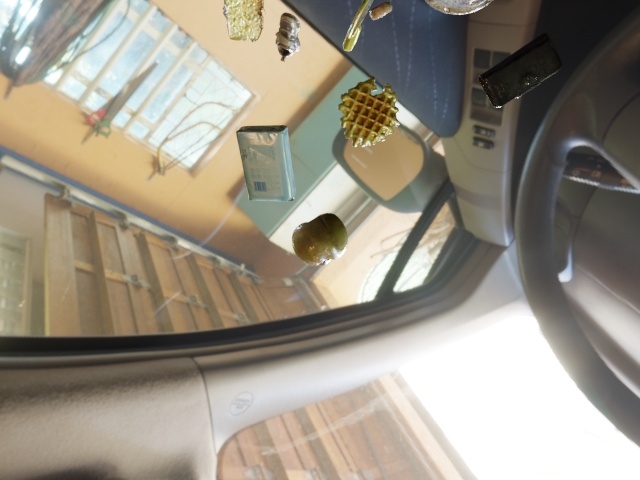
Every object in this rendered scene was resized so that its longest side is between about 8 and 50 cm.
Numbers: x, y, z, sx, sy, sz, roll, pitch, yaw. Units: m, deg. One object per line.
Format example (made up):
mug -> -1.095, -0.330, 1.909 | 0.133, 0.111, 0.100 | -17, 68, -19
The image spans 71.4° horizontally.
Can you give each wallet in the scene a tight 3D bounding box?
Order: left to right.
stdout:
wallet -> 0.830, -0.699, 1.847 | 0.172, 0.318, 0.045 | 57, -175, -10

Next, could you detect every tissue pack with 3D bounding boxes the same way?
tissue pack -> -0.186, -0.271, 1.568 | 0.089, 0.177, 0.263 | -66, -26, -54

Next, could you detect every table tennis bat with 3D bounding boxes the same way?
table tennis bat -> 0.167, -0.967, 1.980 | 0.054, 0.224, 0.368 | 30, 163, -5

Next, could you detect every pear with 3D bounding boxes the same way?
pear -> 0.000, 0.000, 1.280 | 0.167, 0.167, 0.137 | 11, -119, -72

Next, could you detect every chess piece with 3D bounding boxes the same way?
chess piece -> 0.222, -0.846, 1.637 | 0.038, 0.083, 0.084 | 61, -177, -22

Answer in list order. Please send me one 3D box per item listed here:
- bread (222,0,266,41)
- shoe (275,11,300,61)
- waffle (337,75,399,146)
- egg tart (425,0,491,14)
bread -> -0.298, -0.923, 1.730 | 0.260, 0.160, 0.147 | 88, 174, -63
shoe -> -0.133, -0.768, 1.689 | 0.089, 0.092, 0.180 | 26, 158, 10
waffle -> 0.196, -0.498, 1.747 | 0.056, 0.261, 0.250 | 32, 150, 61
egg tart -> 0.332, -0.655, 1.039 | 0.234, 0.234, 0.094 | 42, -147, -7
